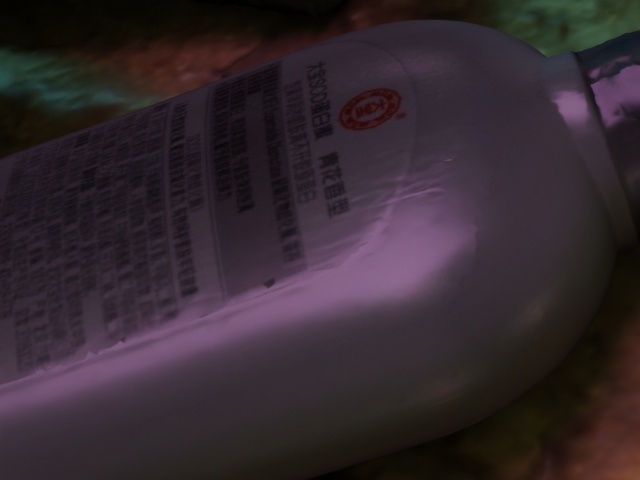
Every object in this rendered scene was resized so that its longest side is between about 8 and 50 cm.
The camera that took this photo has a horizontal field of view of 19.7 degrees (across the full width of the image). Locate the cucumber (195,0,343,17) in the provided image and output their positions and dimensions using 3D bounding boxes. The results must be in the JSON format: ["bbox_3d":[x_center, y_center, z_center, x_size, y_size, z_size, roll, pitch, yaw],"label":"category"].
[{"bbox_3d":[-0.099,-0.120,0.689,0.245,0.067,0.067,6,47,32],"label":"cucumber"}]

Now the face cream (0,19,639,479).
[{"bbox_3d":[0.000,0.000,0.484,0.291,0.071,0.144,-20,39,8],"label":"face cream"}]
